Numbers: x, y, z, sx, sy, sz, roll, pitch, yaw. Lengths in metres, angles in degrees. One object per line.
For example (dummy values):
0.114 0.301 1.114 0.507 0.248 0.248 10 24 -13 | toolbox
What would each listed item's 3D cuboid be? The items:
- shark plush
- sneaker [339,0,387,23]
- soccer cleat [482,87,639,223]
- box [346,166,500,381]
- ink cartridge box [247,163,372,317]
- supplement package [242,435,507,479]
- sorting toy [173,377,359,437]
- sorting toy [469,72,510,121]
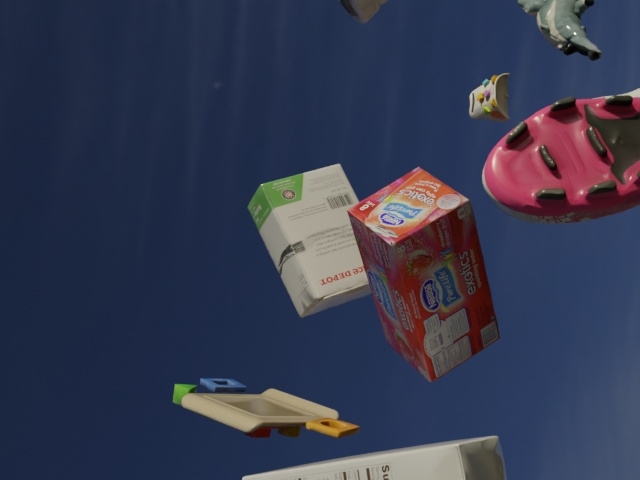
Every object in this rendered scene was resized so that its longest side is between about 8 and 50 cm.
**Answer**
0.269 -0.247 1.129 0.073 0.067 0.161 36 -153 -17 | shark plush
0.040 -0.416 1.448 0.115 0.232 0.090 -33 -15 -2 | sneaker
0.296 -0.080 0.934 0.331 0.116 0.143 -23 -26 -11 | soccer cleat
0.144 0.048 1.418 0.128 0.122 0.257 -31 -53 -16 | box
0.000 0.000 1.715 0.160 0.092 0.219 -16 -109 -29 | ink cartridge box
0.079 0.354 1.295 0.177 0.292 0.175 16 -117 -64 | supplement package
-0.096 0.283 1.656 0.196 0.347 0.047 4 -85 -45 | sorting toy
0.284 -0.241 1.771 0.044 0.075 0.083 12 -107 -35 | sorting toy
